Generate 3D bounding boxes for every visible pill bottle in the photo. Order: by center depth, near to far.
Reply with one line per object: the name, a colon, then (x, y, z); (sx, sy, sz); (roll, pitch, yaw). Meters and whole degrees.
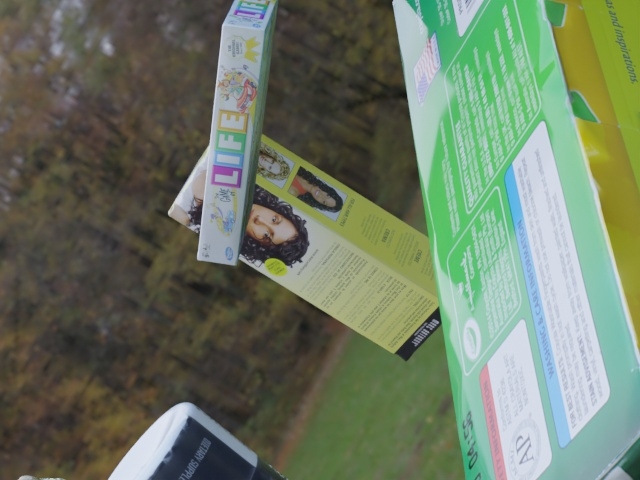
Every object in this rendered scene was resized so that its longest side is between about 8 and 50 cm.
pill bottle: (-0.052, 0.249, 1.119); (0.130, 0.246, 0.130); (-48, 10, 12)

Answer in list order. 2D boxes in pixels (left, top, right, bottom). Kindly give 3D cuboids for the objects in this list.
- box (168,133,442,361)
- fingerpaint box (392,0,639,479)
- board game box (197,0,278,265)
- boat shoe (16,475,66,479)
box: (0.000, 0.000, 1.137); (0.087, 0.232, 0.058); (-53, 9, 43)
fingerpaint box: (0.255, -0.004, 0.799); (0.163, 0.371, 0.444); (120, 154, -42)
board game box: (-0.052, -0.075, 0.905); (0.103, 0.026, 0.154); (-83, 1, -67)
boat shoe: (-0.246, 0.251, 1.362); (0.153, 0.056, 0.048); (46, -132, -50)
